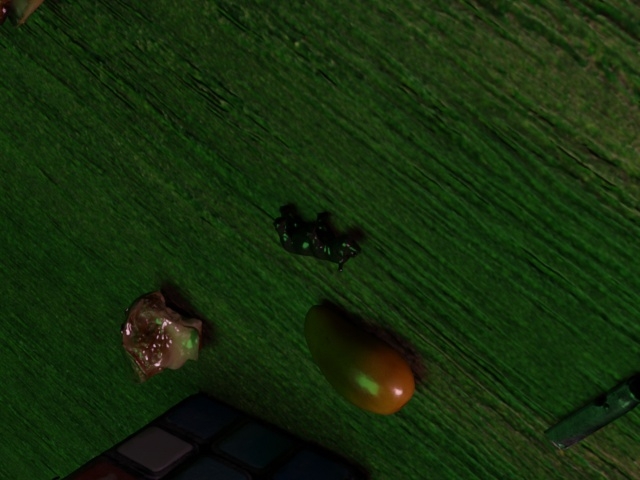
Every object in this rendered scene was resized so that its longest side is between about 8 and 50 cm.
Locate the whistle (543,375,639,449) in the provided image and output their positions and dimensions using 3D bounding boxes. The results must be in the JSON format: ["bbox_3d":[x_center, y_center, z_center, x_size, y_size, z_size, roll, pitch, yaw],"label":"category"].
[{"bbox_3d":[0.319,0.202,1.477,0.033,0.033,0.176,46,141,4],"label":"whistle"}]

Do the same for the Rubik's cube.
[{"bbox_3d":[-0.169,0.490,1.903,0.359,0.362,0.363,21,125,26],"label":"Rubik's cube"}]

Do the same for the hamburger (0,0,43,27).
[{"bbox_3d":[-0.451,-0.409,1.621,0.245,0.155,0.282,28,133,20],"label":"hamburger"}]

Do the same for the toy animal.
[{"bbox_3d":[0.000,0.000,1.610,0.135,0.047,0.065,12,134,36],"label":"toy animal"}]

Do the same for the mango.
[{"bbox_3d":[0.043,0.159,1.669,0.184,0.085,0.102,35,140,26],"label":"mango"}]

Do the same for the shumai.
[{"bbox_3d":[-0.233,0.149,1.910,0.116,0.145,0.145,15,133,11],"label":"shumai"}]
